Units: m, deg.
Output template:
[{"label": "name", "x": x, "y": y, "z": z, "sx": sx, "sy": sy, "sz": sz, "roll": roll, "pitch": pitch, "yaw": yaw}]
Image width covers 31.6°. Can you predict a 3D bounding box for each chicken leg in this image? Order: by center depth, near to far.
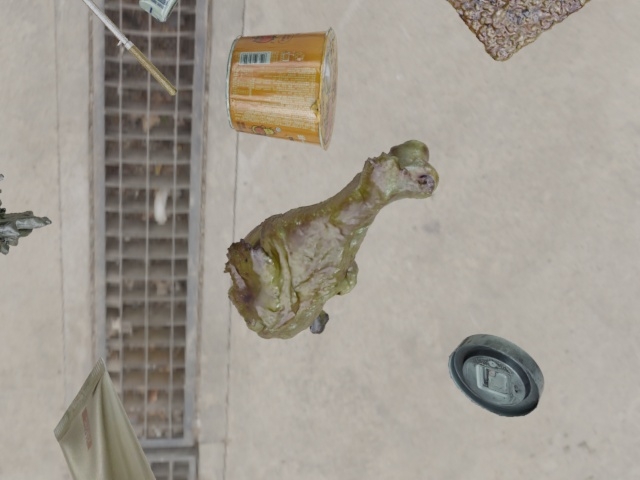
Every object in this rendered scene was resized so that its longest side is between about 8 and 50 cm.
[{"label": "chicken leg", "x": -0.016, "y": 0.000, "z": 1.477, "sx": 0.212, "sy": 0.140, "sz": 0.361, "roll": -11, "pitch": 146, "yaw": -37}]

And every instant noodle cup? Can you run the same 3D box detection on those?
[{"label": "instant noodle cup", "x": -0.064, "y": -0.266, "z": 1.962, "sx": 0.172, "sy": 0.215, "sz": 0.215, "roll": 4, "pitch": 116, "yaw": 7}]

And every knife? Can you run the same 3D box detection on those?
[{"label": "knife", "x": -0.332, "y": -0.335, "z": 1.880, "sx": 0.022, "sy": 0.046, "sz": 0.256, "roll": -43, "pitch": 99, "yaw": 5}]

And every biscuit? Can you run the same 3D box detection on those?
[{"label": "biscuit", "x": 0.224, "y": -0.283, "z": 1.084, "sx": 0.237, "sy": 0.026, "sz": 0.131, "roll": -34, "pitch": 101, "yaw": 33}]

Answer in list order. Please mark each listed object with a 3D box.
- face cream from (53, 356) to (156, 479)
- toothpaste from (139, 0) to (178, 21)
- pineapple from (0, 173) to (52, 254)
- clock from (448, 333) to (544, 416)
[{"label": "face cream", "x": -0.232, "y": 0.304, "z": 1.324, "sx": 0.084, "sy": 0.341, "sz": 0.137, "roll": 11, "pitch": 123, "yaw": -42}, {"label": "toothpaste", "x": -0.215, "y": -0.475, "z": 1.892, "sx": 0.062, "sy": 0.039, "sz": 0.239, "roll": 37, "pitch": 93, "yaw": 15}, {"label": "pineapple", "x": -0.480, "y": 0.004, "z": 1.432, "sx": 0.169, "sy": 0.340, "sz": 0.169, "roll": 14, "pitch": 119, "yaw": 26}, {"label": "clock", "x": 0.149, "y": 0.114, "z": 0.958, "sx": 0.085, "sy": 0.017, "sz": 0.085, "roll": 23, "pitch": 140, "yaw": 21}]
